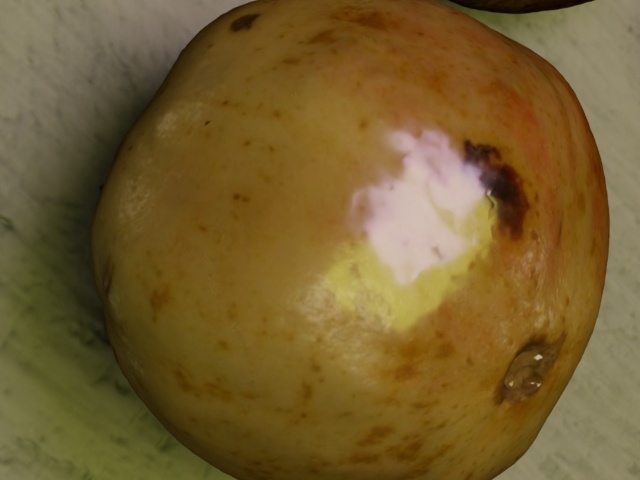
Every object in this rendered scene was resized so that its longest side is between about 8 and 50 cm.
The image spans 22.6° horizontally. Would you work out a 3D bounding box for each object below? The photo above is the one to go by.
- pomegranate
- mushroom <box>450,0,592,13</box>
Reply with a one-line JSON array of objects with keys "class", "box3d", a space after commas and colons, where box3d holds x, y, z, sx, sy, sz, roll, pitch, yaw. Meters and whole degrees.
[{"class": "pomegranate", "box3d": [0.000, 0.000, 0.982, 0.342, 0.342, 0.343, -1, 93, -29]}, {"class": "mushroom", "box3d": [0.111, -0.321, 1.092, 0.345, 0.239, 0.345, -12, 106, -49]}]
